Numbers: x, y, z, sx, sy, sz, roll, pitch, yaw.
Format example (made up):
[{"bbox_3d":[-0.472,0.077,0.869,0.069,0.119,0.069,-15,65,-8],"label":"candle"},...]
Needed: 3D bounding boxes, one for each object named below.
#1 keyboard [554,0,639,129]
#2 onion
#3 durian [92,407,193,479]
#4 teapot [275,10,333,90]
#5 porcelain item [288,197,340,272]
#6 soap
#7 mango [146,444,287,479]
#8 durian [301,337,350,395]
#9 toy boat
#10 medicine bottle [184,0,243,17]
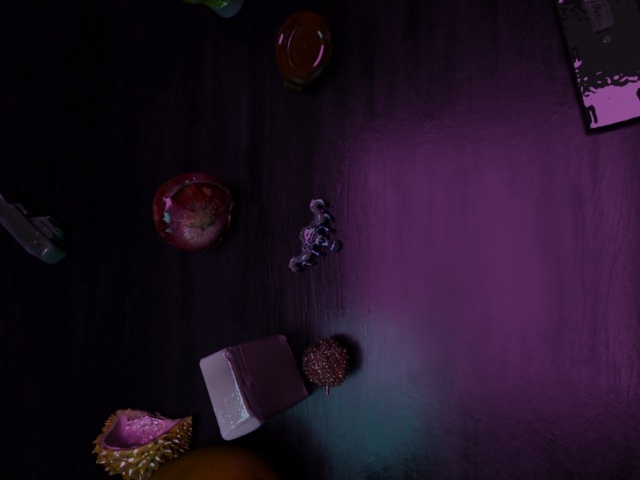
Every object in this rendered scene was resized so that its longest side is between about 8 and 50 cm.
[{"bbox_3d":[0.392,-0.315,0.619,0.106,0.027,0.317,-12,81,25],"label":"keyboard"},{"bbox_3d":[-0.240,-0.062,0.826,0.140,0.150,0.150,38,102,52],"label":"onion"},{"bbox_3d":[-0.338,0.386,0.842,0.182,0.165,0.132,13,49,1],"label":"durian"},{"bbox_3d":[-0.032,-0.329,0.776,0.098,0.078,0.129,10,107,-16],"label":"teapot"},{"bbox_3d":[0.000,0.000,0.763,0.075,0.021,0.136,21,95,18],"label":"porcelain item"},{"bbox_3d":[-0.096,0.220,0.698,0.064,0.183,0.121,-29,75,18],"label":"soap"},{"bbox_3d":[-0.183,0.449,0.728,0.317,0.173,0.211,-25,98,28],"label":"mango"},{"bbox_3d":[0.008,0.201,0.713,0.080,0.080,0.091,-7,63,22],"label":"durian"},{"bbox_3d":[-0.673,-0.047,1.020,0.260,0.078,0.085,37,76,19],"label":"toy boat"},{"bbox_3d":[-0.220,-0.481,0.785,0.122,0.212,0.121,-2,85,22],"label":"medicine bottle"}]
